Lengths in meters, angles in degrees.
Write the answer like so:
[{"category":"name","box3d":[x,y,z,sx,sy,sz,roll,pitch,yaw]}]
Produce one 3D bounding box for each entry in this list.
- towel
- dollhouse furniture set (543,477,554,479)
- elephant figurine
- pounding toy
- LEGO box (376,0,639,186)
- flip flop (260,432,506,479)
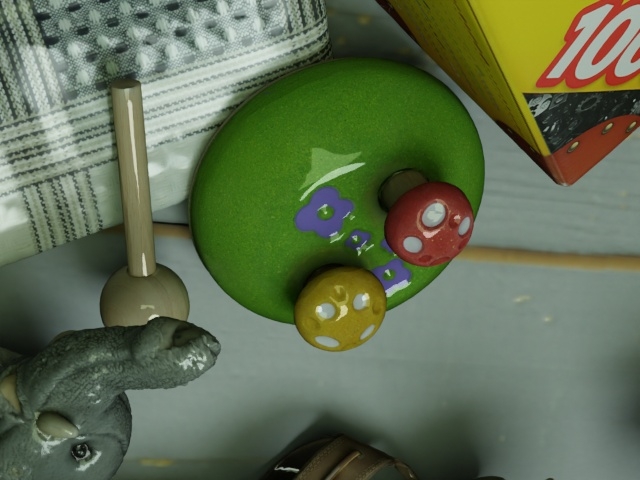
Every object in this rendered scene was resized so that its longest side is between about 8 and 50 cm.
[{"category":"towel","box3d":[-0.159,-0.132,0.859,0.324,0.056,0.312,-17,127,-6]},{"category":"dollhouse furniture set","box3d":[0.327,0.304,0.984,0.394,0.256,0.362,-21,123,-14]},{"category":"elephant figurine","box3d":[-0.182,0.117,0.904,0.239,0.186,0.169,4,91,-5]},{"category":"pounding toy","box3d":[0.000,0.000,0.912,0.237,0.110,0.183,-5,126,-19]},{"category":"LEGO box","box3d":[0.147,-0.282,0.703,0.372,0.500,0.193,-42,66,2]},{"category":"flip flop","box3d":[-0.012,0.161,1.001,0.277,0.112,0.080,0,91,-7]}]
